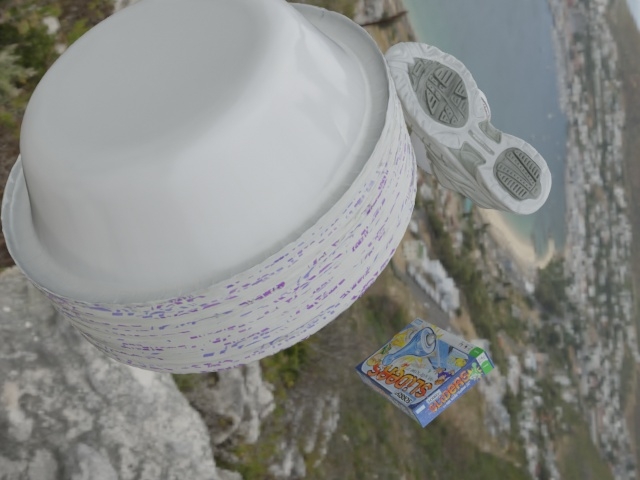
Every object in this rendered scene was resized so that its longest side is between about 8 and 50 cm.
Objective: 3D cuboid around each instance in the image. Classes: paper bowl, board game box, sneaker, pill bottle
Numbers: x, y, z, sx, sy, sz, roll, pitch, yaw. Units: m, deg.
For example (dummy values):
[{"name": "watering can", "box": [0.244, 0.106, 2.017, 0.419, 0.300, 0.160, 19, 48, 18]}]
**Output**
[{"name": "paper bowl", "box": [-0.085, -0.064, 0.539, 0.148, 0.284, 0.284, 64, 31, -48]}, {"name": "board game box", "box": [0.149, 0.190, 1.167, 0.136, 0.201, 0.035, -37, 109, -13]}, {"name": "sneaker", "box": [0.138, -0.110, 0.856, 0.090, 0.115, 0.232, -44, 98, -19]}, {"name": "pill bottle", "box": [0.250, -0.216, 1.469, 0.215, 0.117, 0.117, -53, 134, -50]}]
